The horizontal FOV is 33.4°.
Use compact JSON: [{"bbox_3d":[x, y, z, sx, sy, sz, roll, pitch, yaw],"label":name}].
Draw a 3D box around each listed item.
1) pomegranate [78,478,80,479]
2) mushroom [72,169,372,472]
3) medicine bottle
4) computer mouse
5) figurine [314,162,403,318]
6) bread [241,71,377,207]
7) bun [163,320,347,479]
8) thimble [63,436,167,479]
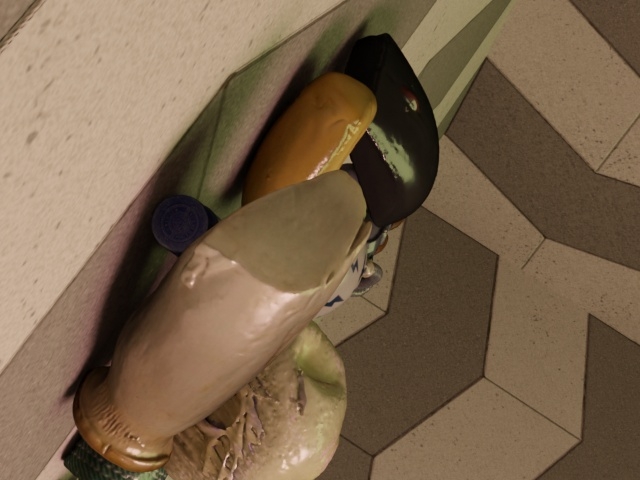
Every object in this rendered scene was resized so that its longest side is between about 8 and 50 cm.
[{"bbox_3d":[-0.295,0.421,1.365,0.211,0.211,0.263,116,-10,-49],"label":"pomegranate"},{"bbox_3d":[-0.114,0.092,1.049,0.407,0.137,0.154,-48,179,32],"label":"mushroom"},{"bbox_3d":[-0.126,-0.003,1.119,0.059,0.059,0.231,-56,174,-4],"label":"medicine bottle"},{"bbox_3d":[0.105,-0.138,1.435,0.269,0.100,0.170,66,27,-49],"label":"computer mouse"},{"bbox_3d":[0.000,-0.004,1.538,0.382,0.186,0.261,-32,145,-63],"label":"figurine"},{"bbox_3d":[-0.021,-0.100,1.256,0.217,0.098,0.147,-56,175,11],"label":"bread"},{"bbox_3d":[-0.085,0.177,1.226,0.168,0.273,0.273,6,120,-55],"label":"bun"},{"bbox_3d":[-0.246,0.275,1.314,0.090,0.118,0.135,-54,173,-15],"label":"thimble"}]
